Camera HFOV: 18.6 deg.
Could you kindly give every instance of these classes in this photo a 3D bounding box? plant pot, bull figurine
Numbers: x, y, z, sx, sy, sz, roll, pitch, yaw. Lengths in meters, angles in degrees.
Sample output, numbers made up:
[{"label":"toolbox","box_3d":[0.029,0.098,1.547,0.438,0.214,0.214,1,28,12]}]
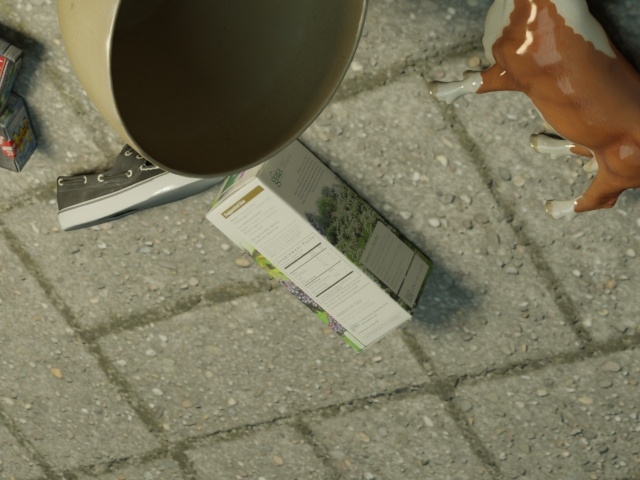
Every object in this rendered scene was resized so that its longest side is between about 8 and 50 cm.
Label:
[{"label":"plant pot","box_3d":[-0.124,-0.220,1.731,0.191,0.284,0.284,32,143,41]},{"label":"bull figurine","box_3d":[0.229,-0.156,1.893,0.188,0.101,0.310,-28,112,41]}]

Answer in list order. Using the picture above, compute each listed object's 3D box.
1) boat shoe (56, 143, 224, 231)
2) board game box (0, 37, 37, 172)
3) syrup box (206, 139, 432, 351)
[{"label":"boat shoe","box_3d":[-0.205,-0.072,2.155,0.228,0.080,0.076,-17,84,37]},{"label":"board game box","box_3d":[-0.394,-0.167,2.153,0.194,0.060,0.194,27,132,-4]},{"label":"syrup box","box_3d":[0.000,0.000,2.115,0.237,0.093,0.096,41,131,-14]}]
